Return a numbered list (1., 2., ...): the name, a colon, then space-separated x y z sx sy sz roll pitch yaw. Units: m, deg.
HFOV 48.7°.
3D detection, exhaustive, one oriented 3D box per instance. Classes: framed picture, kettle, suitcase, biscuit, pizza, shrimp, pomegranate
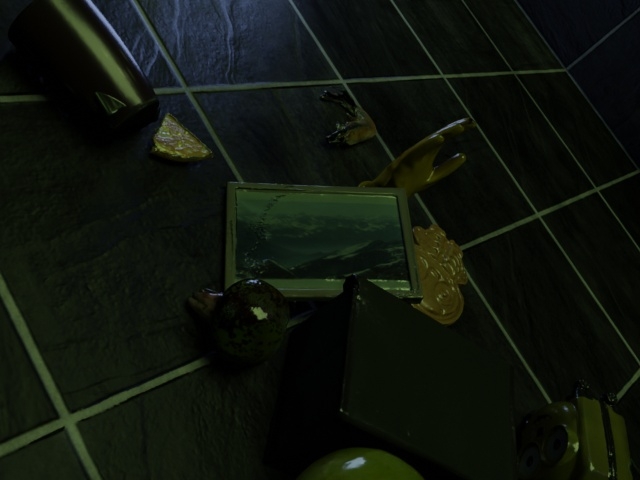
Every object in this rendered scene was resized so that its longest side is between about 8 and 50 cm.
1. framed picture: 0.000 0.000 1.237 0.334 0.022 0.248 2 53 -7
2. kettle: -0.370 -0.278 1.169 0.232 0.144 0.202 52 8 -7
3. suitcase: 0.472 0.403 1.343 0.143 0.194 0.235 28 43 -13
4. biscuit: 0.241 0.067 1.519 0.202 0.044 0.289 46 41 -4
5. pizza: -0.256 -0.181 1.261 0.122 0.026 0.109 1 56 -40
6. shrimp: 0.051 -0.283 1.614 0.152 0.046 0.219 51 35 1
7. pomegranate: -0.119 0.117 1.081 0.125 0.138 0.163 -10 35 -36

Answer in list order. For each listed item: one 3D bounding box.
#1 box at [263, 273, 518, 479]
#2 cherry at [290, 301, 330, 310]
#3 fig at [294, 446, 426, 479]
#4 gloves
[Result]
1. box: 0.115 0.264 1.109 0.345 0.204 0.251 32 43 -21
2. cherry: 0.043 0.086 1.275 0.148 0.115 0.188 64 33 -43
3. fig: 0.026 0.427 0.873 0.258 0.258 0.326 46 60 -4
4. gloves: 0.206 -0.154 1.460 0.116 0.294 0.133 47 38 -1
